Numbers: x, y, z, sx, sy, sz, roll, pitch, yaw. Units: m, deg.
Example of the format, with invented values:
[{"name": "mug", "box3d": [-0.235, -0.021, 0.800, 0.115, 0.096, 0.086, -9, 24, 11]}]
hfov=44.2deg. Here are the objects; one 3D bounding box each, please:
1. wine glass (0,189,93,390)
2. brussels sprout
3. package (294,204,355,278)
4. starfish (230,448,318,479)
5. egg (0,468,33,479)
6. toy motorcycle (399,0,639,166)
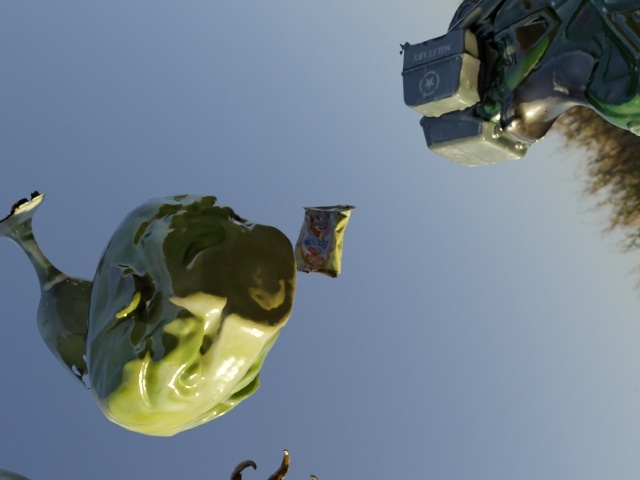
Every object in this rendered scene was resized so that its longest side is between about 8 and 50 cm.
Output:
[{"name": "wine glass", "box3d": [-0.420, 0.083, 1.281, 0.321, 0.143, 0.143, 56, -157, -8]}, {"name": "brussels sprout", "box3d": [-0.169, 0.087, 0.993, 0.247, 0.328, 0.328, 13, -136, -32]}, {"name": "package", "box3d": [0.000, -0.002, 1.264, 0.031, 0.108, 0.121, 20, -100, -45]}, {"name": "starfish", "box3d": [-0.081, 0.459, 1.443, 0.190, 0.146, 0.074, -145, 54, -68]}, {"name": "egg", "box3d": [-0.349, 0.340, 0.727, 0.258, 0.352, 0.258, 26, -131, -34]}, {"name": "toy motorcycle", "box3d": [0.166, -0.099, 0.452, 0.124, 0.274, 0.187, 17, -106, -39]}]
